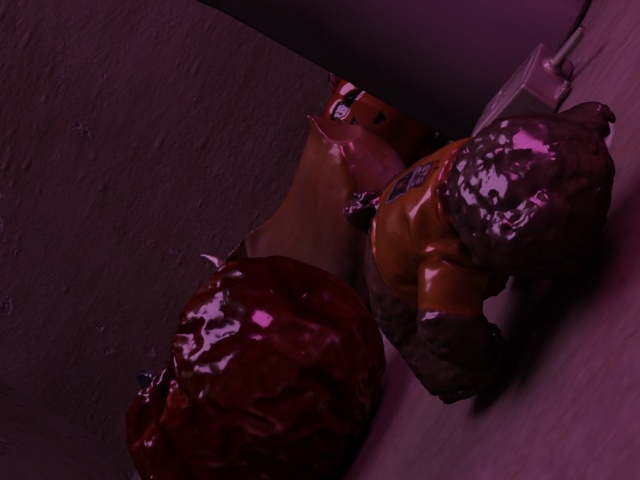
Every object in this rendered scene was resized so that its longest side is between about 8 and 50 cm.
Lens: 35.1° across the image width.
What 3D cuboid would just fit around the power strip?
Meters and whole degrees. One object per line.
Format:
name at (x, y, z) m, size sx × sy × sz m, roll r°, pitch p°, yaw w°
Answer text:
power strip at (0.196, -0.137, 0.944) m, size 0.175 × 0.042 × 0.075 m, roll -52°, pitch 6°, yaw 50°

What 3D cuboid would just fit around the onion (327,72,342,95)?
onion at (0.140, -0.334, 1.805) m, size 0.314 × 0.232 × 0.314 m, roll -54°, pitch -23°, yaw -35°

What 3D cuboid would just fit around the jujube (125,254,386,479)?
jujube at (-0.054, 0.137, 0.899) m, size 0.232 × 0.212 × 0.213 m, roll -61°, pitch 3°, yaw 26°

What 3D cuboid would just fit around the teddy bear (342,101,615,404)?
teddy bear at (0.102, -0.010, 0.623) m, size 0.190 × 0.140 × 0.177 m, roll -38°, pitch 16°, yaw 51°

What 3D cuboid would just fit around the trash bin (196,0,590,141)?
trash bin at (0.057, -0.310, 1.124) m, size 0.280 × 0.432 × 0.280 m, roll -58°, pitch 4°, yaw 6°

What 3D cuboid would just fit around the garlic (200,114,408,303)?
garlic at (-0.003, -0.002, 1.218) m, size 0.151 × 0.196 × 0.338 m, roll -40°, pitch -5°, yaw -41°

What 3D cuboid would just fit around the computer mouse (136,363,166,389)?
computer mouse at (-0.204, 0.271, 1.685) m, size 0.115 × 0.199 × 0.389 m, roll -38°, pitch -2°, yaw -21°

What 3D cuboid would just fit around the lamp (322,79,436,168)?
lamp at (0.093, -0.158, 1.455) m, size 0.188 × 0.163 × 0.188 m, roll -51°, pitch -22°, yaw -30°
